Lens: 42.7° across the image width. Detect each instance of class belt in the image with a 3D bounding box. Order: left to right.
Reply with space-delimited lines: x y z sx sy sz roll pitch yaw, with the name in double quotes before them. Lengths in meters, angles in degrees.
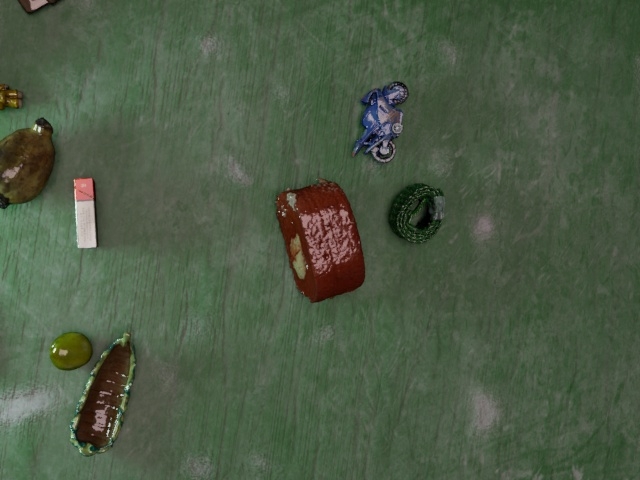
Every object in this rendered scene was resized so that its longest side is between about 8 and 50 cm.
"belt" 0.234 -0.070 1.988 0.121 0.079 0.151 26 95 -21

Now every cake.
"cake" 0.000 0.000 1.881 0.151 0.177 0.282 -14 94 -12

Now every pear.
"pear" -0.553 0.242 1.805 0.092 0.097 0.092 -5 74 17

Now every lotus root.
"lotus root" -0.647 -0.167 1.772 0.138 0.138 0.214 38 81 -9

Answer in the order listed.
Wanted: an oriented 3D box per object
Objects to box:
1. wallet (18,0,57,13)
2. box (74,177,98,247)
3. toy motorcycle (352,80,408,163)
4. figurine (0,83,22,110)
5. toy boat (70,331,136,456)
"wallet" -0.617 -0.585 1.827 0.153 0.039 0.118 -36 94 -11
"box" -0.517 -0.059 1.810 0.048 0.100 0.152 -1 90 -15
"toy motorcycle" 0.143 -0.289 1.971 0.114 0.076 0.205 13 89 -3
"figurine" -0.727 -0.308 1.785 0.143 0.068 0.101 25 68 -11
"toy boat" -0.471 0.331 1.820 0.109 0.099 0.292 19 93 -13
